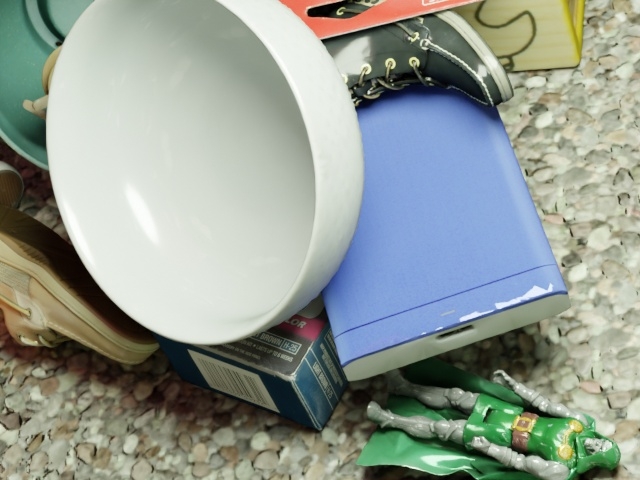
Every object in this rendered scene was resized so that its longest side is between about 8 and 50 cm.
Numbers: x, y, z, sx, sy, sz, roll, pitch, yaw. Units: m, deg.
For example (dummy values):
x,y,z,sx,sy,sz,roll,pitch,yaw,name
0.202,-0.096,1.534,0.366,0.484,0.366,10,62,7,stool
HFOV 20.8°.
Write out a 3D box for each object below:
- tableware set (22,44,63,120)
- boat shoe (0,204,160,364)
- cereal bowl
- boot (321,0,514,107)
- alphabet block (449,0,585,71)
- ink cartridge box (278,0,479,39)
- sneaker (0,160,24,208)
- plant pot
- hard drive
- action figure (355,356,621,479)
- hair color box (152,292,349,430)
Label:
x,y,z,sx,sy,sz,roll,pitch,yaw,name
-0.203,-0.138,1.828,0.128,0.194,0.039,-53,26,17,tableware set
-0.276,0.062,1.800,0.302,0.109,0.098,30,109,34,boat shoe
-0.088,-0.079,1.590,0.339,0.339,0.141,27,27,34,cereal bowl
0.054,-0.149,1.650,0.178,0.085,0.236,-39,46,-10,boot
0.169,-0.304,1.846,0.197,0.192,0.193,-4,56,19,alphabet block
0.023,-0.304,1.708,0.296,0.066,0.261,-12,41,12,ink cartridge box
-0.464,-0.009,1.905,0.290,0.106,0.123,-39,54,-9,sneaker
-0.235,-0.236,1.903,0.293,0.293,0.196,-24,30,1,plant pot
0.086,-0.036,1.636,0.210,0.040,0.319,-19,52,4,hard drive
0.161,0.169,1.580,0.232,0.063,0.137,12,56,23,action figure
0.000,0.000,1.733,0.174,0.105,0.347,17,61,29,hair color box
